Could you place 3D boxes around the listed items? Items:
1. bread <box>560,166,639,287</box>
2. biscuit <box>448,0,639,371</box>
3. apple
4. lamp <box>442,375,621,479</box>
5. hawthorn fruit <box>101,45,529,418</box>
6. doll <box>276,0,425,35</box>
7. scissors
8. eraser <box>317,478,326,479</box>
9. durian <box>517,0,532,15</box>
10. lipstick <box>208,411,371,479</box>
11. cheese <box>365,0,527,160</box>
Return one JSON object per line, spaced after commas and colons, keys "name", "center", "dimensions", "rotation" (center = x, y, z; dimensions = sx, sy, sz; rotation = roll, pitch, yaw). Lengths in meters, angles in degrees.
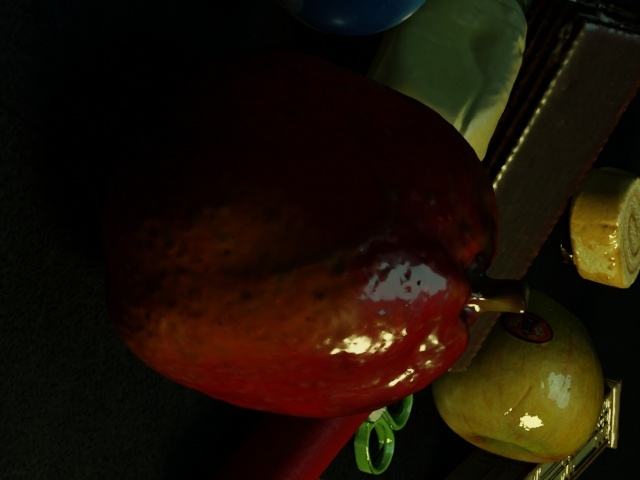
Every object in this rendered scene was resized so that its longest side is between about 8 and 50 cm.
{"name": "bread", "center": [0.322, -0.020, 2.176], "dimensions": [0.122, 0.073, 0.149], "rotation": [-61, 150, -34]}
{"name": "biscuit", "center": [0.160, -0.043, 1.709], "dimensions": [0.107, 0.073, 0.388], "rotation": [7, 123, -38]}
{"name": "apple", "center": [0.196, 0.131, 1.917], "dimensions": [0.182, 0.182, 0.155], "rotation": [45, 56, -57]}
{"name": "lamp", "center": [0.223, 0.242, 2.098], "dimensions": [0.325, 0.089, 0.090], "rotation": [-34, 130, -51]}
{"name": "hawthorn fruit", "center": [0.000, 0.000, 1.380], "dimensions": [0.265, 0.307, 0.265], "rotation": [10, 90, -80]}
{"name": "doll", "center": [0.028, -0.265, 1.492], "dimensions": [0.257, 0.161, 0.215], "rotation": [-59, 137, -57]}
{"name": "scissors", "center": [0.038, 0.135, 1.790], "dimensions": [0.101, 0.027, 0.204], "rotation": [-67, 151, -26]}
{"name": "eraser", "center": [-0.034, 0.304, 1.709], "dimensions": [0.117, 0.058, 0.172], "rotation": [-34, 131, -50]}
{"name": "durian", "center": [0.172, -0.177, 1.765], "dimensions": [0.375, 0.132, 0.106], "rotation": [57, 46, -31]}
{"name": "lipstick", "center": [-0.035, 0.186, 1.635], "dimensions": [0.241, 0.080, 0.080], "rotation": [-50, 142, -38]}
{"name": "cheese", "center": [0.083, -0.114, 1.613], "dimensions": [0.214, 0.117, 0.226], "rotation": [-58, -173, 51]}
